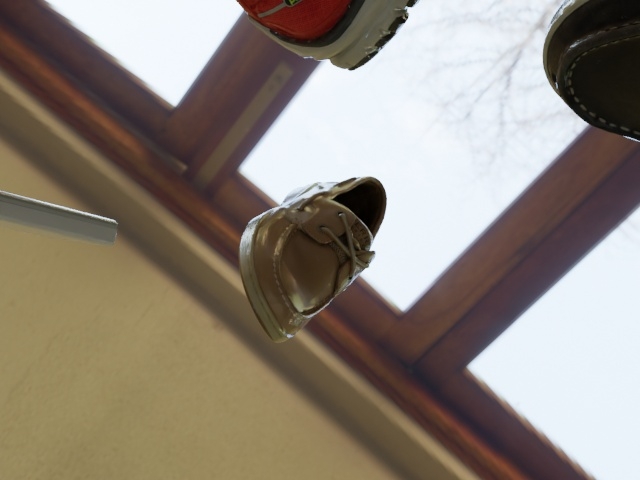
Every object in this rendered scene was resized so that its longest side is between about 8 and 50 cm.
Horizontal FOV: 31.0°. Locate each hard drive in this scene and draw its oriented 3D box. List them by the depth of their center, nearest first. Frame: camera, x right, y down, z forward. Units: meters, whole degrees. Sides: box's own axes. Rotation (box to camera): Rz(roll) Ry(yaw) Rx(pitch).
[{"bbox_3d":[-0.465,-0.048,1.600,0.308,0.203,0.040,15,-96,-42],"label":"hard drive"}]

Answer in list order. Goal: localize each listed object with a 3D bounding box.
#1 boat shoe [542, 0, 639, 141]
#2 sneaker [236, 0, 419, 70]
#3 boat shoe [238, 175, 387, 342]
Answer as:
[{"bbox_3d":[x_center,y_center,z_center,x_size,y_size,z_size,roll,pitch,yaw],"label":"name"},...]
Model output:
[{"bbox_3d":[0.342,-0.076,0.722,0.500,0.156,0.187,19,152,40],"label":"boat shoe"},{"bbox_3d":[0.036,-0.210,0.522,0.118,0.279,0.107,28,-156,-6],"label":"sneaker"},{"bbox_3d":[0.000,0.000,1.305,0.121,0.110,0.341,64,-159,-17],"label":"boat shoe"}]
